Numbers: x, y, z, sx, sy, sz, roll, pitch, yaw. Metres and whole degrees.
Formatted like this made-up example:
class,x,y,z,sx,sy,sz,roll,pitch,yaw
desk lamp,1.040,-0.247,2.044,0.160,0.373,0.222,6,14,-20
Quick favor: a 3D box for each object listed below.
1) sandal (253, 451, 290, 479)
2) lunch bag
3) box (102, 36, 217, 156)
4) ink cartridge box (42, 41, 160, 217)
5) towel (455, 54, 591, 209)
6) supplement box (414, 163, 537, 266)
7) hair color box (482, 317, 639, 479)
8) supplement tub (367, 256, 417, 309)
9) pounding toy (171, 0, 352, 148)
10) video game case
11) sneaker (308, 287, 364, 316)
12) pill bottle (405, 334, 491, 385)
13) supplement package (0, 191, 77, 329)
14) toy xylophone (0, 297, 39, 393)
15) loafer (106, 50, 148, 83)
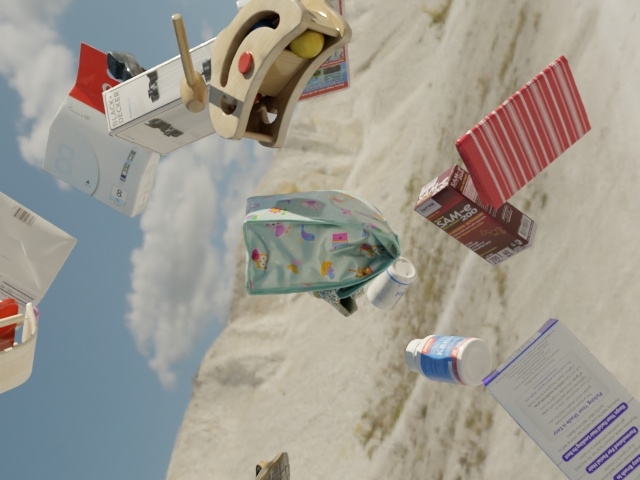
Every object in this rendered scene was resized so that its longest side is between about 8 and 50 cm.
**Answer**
class,x,y,z,sx,sy,sz,roll,pitch,yaw
sandal,-0.110,0.481,1.612,0.219,0.060,0.090,-17,-72,-71
lunch bag,0.000,0.000,1.412,0.223,0.262,0.160,-105,13,-75
box,-0.227,-0.259,1.462,0.169,0.290,0.087,18,-125,-63
ink cartridge box,-0.580,-0.293,2.190,0.091,0.308,0.385,-46,-19,-56
towel,0.399,-0.206,1.586,0.199,0.275,0.031,54,175,-39
supplement box,0.342,-0.052,1.781,0.130,0.239,0.073,-39,21,53
hair color box,0.478,0.326,1.470,0.185,0.339,0.110,-43,-9,4
supplement tub,0.154,0.092,1.738,0.107,0.071,0.071,-59,9,40
pounding toy,-0.101,-0.212,1.012,0.269,0.154,0.154,-34,59,44
video game case,-0.045,-0.384,1.612,0.285,0.204,0.025,82,171,-56
sneaker,0.063,0.057,2.078,0.158,0.182,0.410,-33,-27,-21
pill bottle,0.331,0.313,2.135,0.221,0.124,0.124,-4,71,52
supplement package,-0.715,0.028,1.782,0.145,0.262,0.204,-43,20,34
toy xylophone,-0.568,0.185,1.243,0.322,0.081,0.236,-15,-34,-45
loafer,-0.371,-0.332,1.638,0.061,0.170,0.062,-18,-32,-33
